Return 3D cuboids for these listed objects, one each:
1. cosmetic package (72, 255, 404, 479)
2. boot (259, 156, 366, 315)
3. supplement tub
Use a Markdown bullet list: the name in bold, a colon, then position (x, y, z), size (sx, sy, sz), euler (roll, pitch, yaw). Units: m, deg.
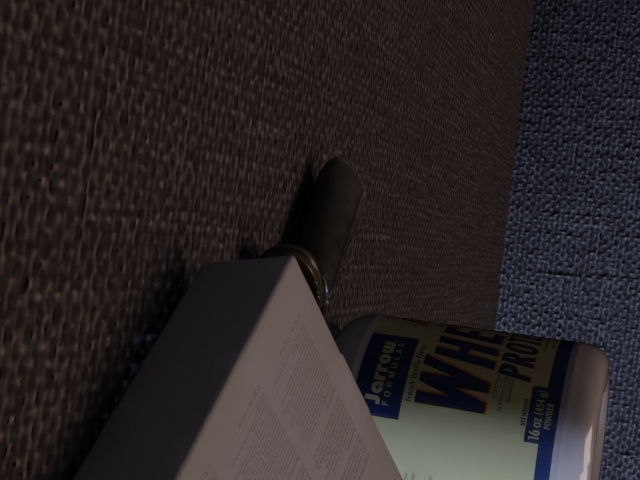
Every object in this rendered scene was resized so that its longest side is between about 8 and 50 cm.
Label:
- **cosmetic package**: position (-0.067, 0.240, 0.854), size (0.284, 0.097, 0.377), euler (63, 36, -31)
- **boot**: position (-0.002, -0.001, 1.154), size (0.189, 0.076, 0.208), euler (98, 16, -55)
- **supplement tub**: position (0.123, 0.202, 1.209), size (0.235, 0.325, 0.235), euler (7, 90, -74)
